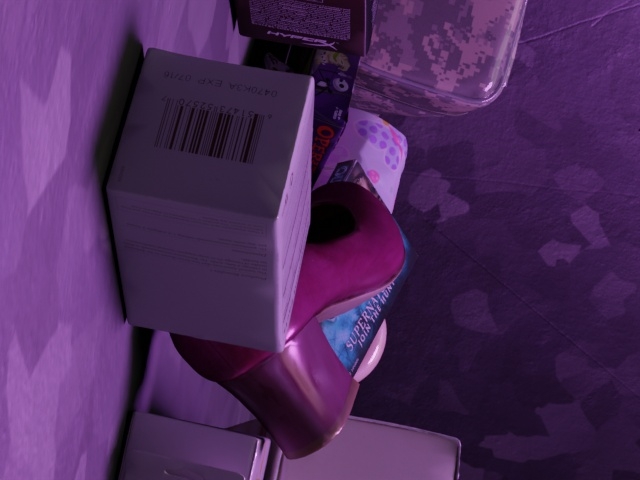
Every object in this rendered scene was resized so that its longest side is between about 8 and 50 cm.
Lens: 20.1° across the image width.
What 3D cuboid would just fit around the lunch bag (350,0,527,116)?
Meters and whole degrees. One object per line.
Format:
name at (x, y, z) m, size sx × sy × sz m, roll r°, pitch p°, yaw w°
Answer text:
lunch bag at (0.101, -0.285, 2.016) m, size 0.256 × 0.212 × 0.305 m, roll 172°, pitch -69°, yaw -76°

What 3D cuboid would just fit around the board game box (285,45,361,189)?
board game box at (-0.002, -0.162, 1.689) m, size 0.208 × 0.056 × 0.347 m, roll 124°, pitch -15°, yaw -46°

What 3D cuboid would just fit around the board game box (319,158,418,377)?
board game box at (0.020, 0.032, 1.656) m, size 0.126 × 0.026 × 0.186 m, roll 56°, pitch 43°, yaw -28°

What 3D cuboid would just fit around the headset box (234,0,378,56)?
headset box at (0.003, -0.298, 1.326) m, size 0.293 × 0.110 × 0.218 m, roll 87°, pitch 14°, yaw -73°

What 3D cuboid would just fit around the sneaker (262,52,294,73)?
sneaker at (-0.046, -0.143, 1.634) m, size 0.035 × 0.031 × 0.083 m, roll -52°, pitch -167°, yaw 17°

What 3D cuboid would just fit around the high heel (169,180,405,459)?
high heel at (-0.031, -0.002, 1.388) m, size 0.181 × 0.127 × 0.377 m, roll 54°, pitch 16°, yaw -19°

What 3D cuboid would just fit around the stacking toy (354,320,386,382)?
stacking toy at (-0.002, 0.138, 2.240) m, size 0.330 × 0.141 × 0.141 m, roll 105°, pitch -4°, yaw -76°

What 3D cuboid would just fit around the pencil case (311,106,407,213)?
pencil case at (0.000, 0.000, 1.762) m, size 0.113 × 0.124 × 0.273 m, roll 46°, pitch 49°, yaw -37°

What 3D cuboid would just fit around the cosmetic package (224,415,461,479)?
cosmetic package at (-0.011, 0.222, 1.492) m, size 0.296 × 0.153 × 0.129 m, roll 154°, pitch -53°, yaw -69°

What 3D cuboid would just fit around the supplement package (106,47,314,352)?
supplement package at (-0.064, -0.021, 1.118) m, size 0.179 × 0.105 × 0.105 m, roll 93°, pitch 8°, yaw -61°

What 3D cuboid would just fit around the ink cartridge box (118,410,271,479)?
ink cartridge box at (-0.092, 0.175, 1.287) m, size 0.143 × 0.092 × 0.090 m, roll 62°, pitch 40°, yaw -82°
